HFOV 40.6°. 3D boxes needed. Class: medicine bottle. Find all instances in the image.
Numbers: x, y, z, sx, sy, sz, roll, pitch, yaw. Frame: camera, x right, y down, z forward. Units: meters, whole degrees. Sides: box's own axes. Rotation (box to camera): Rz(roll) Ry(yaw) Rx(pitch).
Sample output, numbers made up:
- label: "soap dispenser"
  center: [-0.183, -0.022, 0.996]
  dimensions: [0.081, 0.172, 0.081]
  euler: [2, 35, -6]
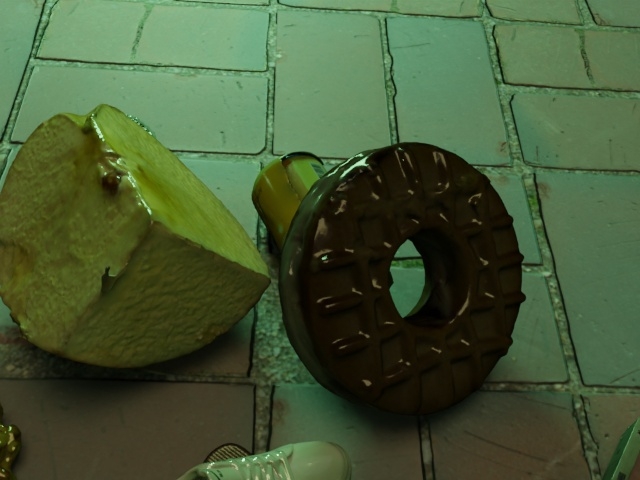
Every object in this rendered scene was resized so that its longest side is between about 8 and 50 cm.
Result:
- label: "medicine bottle"
  center: [0.000, 0.000, 1.157]
  dimensions: [0.124, 0.124, 0.238]
  euler: [-16, 53, -19]

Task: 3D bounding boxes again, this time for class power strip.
- label: "power strip"
  center: [0.354, 0.259, 1.012]
  dimensions: [0.019, 0.051, 0.136]
  euler: [31, 52, 14]

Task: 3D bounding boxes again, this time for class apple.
- label: "apple"
  center: [-0.245, -0.018, 1.064]
  dimensions: [0.314, 0.252, 0.309]
  euler: [-20, 42, -24]

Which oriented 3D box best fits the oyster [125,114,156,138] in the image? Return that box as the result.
- label: "oyster"
  center: [-0.294, -0.165, 1.333]
  dimensions: [0.098, 0.037, 0.100]
  euler: [12, 25, -20]

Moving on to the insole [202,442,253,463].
- label: "insole"
  center: [-0.028, 0.309, 0.959]
  dimensions: [0.253, 0.005, 0.086]
  euler: [30, 52, 19]

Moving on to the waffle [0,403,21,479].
- label: "waffle"
  center: [-0.450, 0.259, 0.931]
  dimensions: [0.254, 0.052, 0.245]
  euler: [-13, 53, -17]

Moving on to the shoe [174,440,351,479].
- label: "shoe"
  center: [-0.085, 0.272, 0.911]
  dimensions: [0.265, 0.110, 0.095]
  euler: [-22, 55, -16]

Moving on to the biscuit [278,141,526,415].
- label: "biscuit"
  center: [0.102, 0.046, 1.031]
  dimensions: [0.332, 0.332, 0.103]
  euler: [-28, 13, -27]
